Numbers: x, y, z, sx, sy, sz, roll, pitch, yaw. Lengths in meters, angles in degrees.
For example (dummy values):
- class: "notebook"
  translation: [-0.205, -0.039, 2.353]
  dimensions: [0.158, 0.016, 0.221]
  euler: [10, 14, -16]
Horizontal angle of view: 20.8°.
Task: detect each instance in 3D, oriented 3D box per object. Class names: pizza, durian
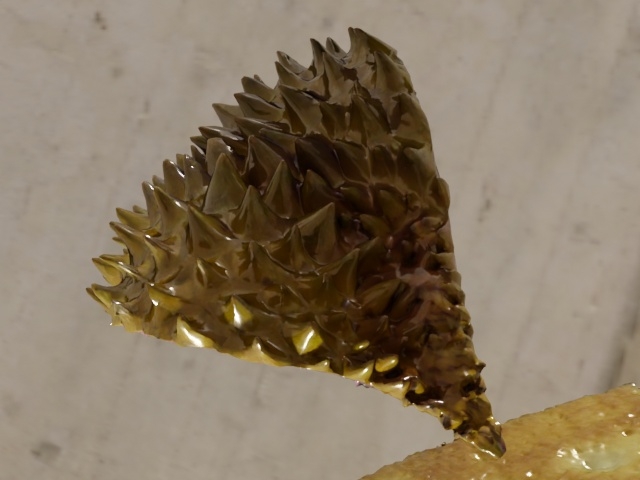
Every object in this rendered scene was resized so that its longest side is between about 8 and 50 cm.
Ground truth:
- class: "pizza"
  translation: [0.137, 0.178, 0.925]
  dimensions: [0.257, 0.268, 0.087]
  euler: [-19, -72, -12]
- class: "durian"
  translation: [-0.010, -0.012, 0.766]
  dimensions: [0.153, 0.260, 0.186]
  euler: [24, -107, -13]
